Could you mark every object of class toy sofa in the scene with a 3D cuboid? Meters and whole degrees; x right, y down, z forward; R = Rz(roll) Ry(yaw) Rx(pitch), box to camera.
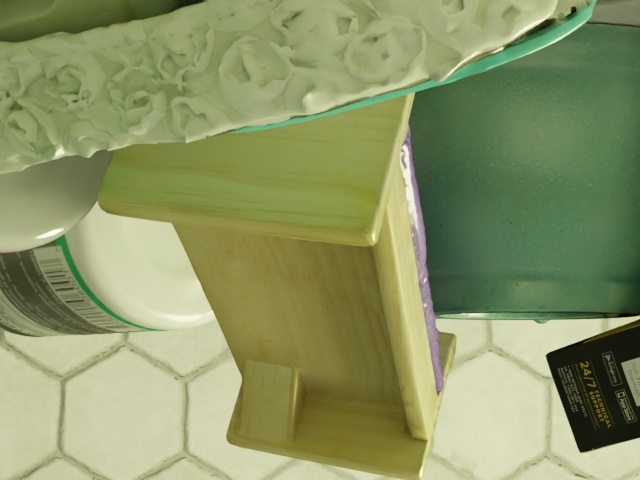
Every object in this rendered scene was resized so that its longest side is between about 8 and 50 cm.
[{"bbox_3d":[0.000,0.000,0.852,0.150,0.177,0.362,8,151,14],"label":"toy sofa"}]

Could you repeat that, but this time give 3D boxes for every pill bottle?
[{"bbox_3d":[-0.282,-0.064,0.955,0.160,0.160,0.283,5,173,-40],"label":"pill bottle"},{"bbox_3d":[-0.230,-0.012,1.276,0.204,0.204,0.361,5,173,-40],"label":"pill bottle"}]

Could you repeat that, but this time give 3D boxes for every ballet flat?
[{"bbox_3d":[-0.085,-0.108,0.582,0.409,0.146,0.147,-13,171,19],"label":"ballet flat"}]

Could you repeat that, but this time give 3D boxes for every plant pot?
[{"bbox_3d":[0.157,-0.036,1.043,0.293,0.196,0.293,0,175,0],"label":"plant pot"}]

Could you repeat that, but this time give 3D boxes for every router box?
[{"bbox_3d":[0.354,0.061,1.016,0.243,0.081,0.309,-24,172,40],"label":"router box"}]
